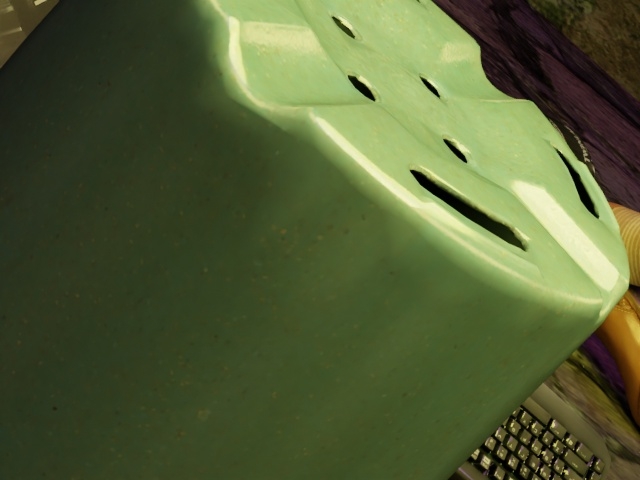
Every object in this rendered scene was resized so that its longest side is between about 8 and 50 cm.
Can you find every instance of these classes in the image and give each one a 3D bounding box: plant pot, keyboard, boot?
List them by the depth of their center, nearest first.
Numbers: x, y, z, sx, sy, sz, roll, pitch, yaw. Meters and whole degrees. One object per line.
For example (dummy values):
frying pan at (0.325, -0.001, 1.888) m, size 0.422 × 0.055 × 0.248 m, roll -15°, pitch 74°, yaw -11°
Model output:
plant pot at (-0.063, 0.036, 0.514) m, size 0.341 × 0.334 × 0.341 m, roll 34°, pitch 26°, yaw -19°
keyboard at (0.086, 0.146, 0.807) m, size 0.317 × 0.033 × 0.201 m, roll 40°, pitch 62°, yaw -15°
boot at (0.332, 0.084, 1.285) m, size 0.109 × 0.283 × 0.220 m, roll -30°, pitch 28°, yaw -28°

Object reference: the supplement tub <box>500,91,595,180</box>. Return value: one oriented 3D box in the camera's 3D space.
supplement tub at (0.142, -0.077, 1.155) m, size 0.316 × 0.193 × 0.193 m, roll 15°, pitch 37°, yaw -46°

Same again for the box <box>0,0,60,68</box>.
box at (-0.082, -0.127, 0.702) m, size 0.076 × 0.242 × 0.307 m, roll 64°, pitch -1°, yaw 10°
